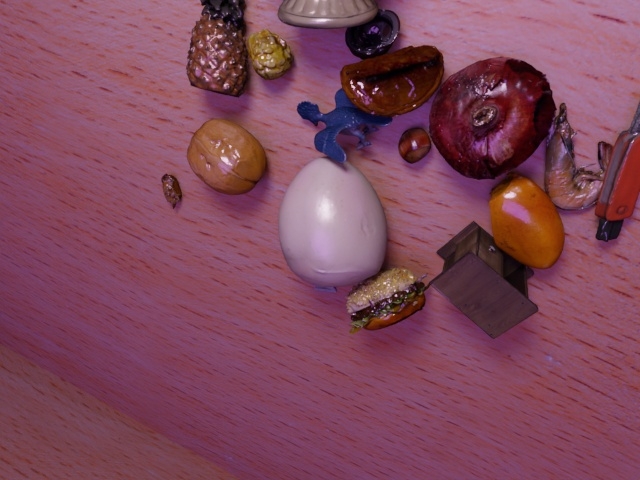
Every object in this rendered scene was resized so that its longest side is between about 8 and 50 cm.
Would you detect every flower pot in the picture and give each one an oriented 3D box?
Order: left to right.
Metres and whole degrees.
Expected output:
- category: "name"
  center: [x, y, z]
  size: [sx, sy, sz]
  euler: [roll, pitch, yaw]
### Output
- category: "flower pot"
  center: [0.016, -0.569, 0.799]
  size: [0.308, 0.307, 0.244]
  euler: [15, 137, 15]

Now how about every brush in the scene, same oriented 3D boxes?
- category: "brush"
  center: [0.646, -0.147, 0.872]
  size: [0.071, 0.051, 0.323]
  euler: [-6, 118, -8]

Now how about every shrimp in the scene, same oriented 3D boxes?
- category: "shrimp"
  center: [0.566, -0.183, 0.904]
  size: [0.144, 0.052, 0.250]
  euler: [-13, 117, 16]

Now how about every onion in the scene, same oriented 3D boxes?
- category: "onion"
  center: [0.347, -0.249, 0.855]
  size: [0.252, 0.219, 0.251]
  euler: [7, 110, 20]

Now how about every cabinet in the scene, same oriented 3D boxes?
- category: "cabinet"
  center: [0.413, 0.092, 1.036]
  size: [0.215, 0.175, 0.148]
  euler: [40, 124, 0]

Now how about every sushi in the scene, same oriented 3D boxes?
- category: "sushi"
  center: [-0.493, -0.163, 1.352]
  size: [0.062, 0.060, 0.117]
  euler: [-10, 113, 22]

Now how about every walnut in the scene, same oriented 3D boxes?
- category: "walnut"
  center: [-0.261, -0.230, 1.149]
  size: [0.226, 0.193, 0.193]
  euler: [32, 124, 9]

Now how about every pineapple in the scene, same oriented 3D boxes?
- category: "pineapple"
  center: [-0.244, -0.536, 1.005]
  size: [0.169, 0.169, 0.340]
  euler: [14, 109, 16]

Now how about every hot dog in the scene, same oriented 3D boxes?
- category: "hot dog"
  center: [0.154, -0.351, 0.896]
  size: [0.227, 0.160, 0.099]
  euler: [-10, 146, -3]

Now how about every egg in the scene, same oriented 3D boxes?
- category: "egg"
  center: [0.028, -0.043, 1.065]
  size: [0.283, 0.283, 0.344]
  euler: [-4, 98, 25]

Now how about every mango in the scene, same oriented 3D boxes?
- category: "mango"
  center: [0.482, -0.034, 0.970]
  size: [0.154, 0.126, 0.252]
  euler: [-21, 108, 42]

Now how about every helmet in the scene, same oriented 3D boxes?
- category: "helmet"
  center: [0.119, -0.455, 0.925]
  size: [0.123, 0.070, 0.098]
  euler: [-10, 82, 13]

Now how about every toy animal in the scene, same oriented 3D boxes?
- category: "toy animal"
  center: [0.055, -0.288, 0.992]
  size: [0.176, 0.239, 0.255]
  euler: [29, 166, -29]

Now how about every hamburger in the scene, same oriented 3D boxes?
- category: "hamburger"
  center: [0.182, 0.153, 1.134]
  size: [0.262, 0.243, 0.138]
  euler: [-28, 84, 27]

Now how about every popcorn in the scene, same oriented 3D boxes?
- category: "popcorn"
  center: [-0.121, -0.456, 1.008]
  size: [0.106, 0.120, 0.116]
  euler: [-12, 124, -9]

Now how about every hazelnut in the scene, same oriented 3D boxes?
- category: "hazelnut"
  center: [0.227, -0.233, 1.002]
  size: [0.086, 0.086, 0.086]
  euler: [10, 120, 18]

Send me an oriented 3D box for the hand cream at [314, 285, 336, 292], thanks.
- category: "hand cream"
  center: [-0.004, 0.092, 1.281]
  size: [0.078, 0.049, 0.204]
  euler: [3, 133, 21]
